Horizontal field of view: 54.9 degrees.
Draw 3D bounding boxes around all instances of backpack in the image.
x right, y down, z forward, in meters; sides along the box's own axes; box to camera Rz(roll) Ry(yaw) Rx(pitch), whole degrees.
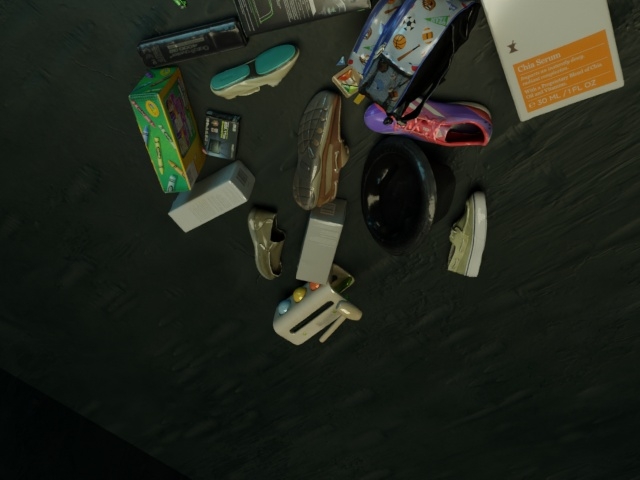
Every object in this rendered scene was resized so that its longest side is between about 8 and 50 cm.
[{"bbox_3d":[0.206,-0.428,1.323,0.213,0.276,0.263,40,137,-1],"label":"backpack"}]

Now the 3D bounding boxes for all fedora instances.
[{"bbox_3d":[0.241,-0.119,1.600,0.152,0.334,0.334,-10,135,-27],"label":"fedora"}]

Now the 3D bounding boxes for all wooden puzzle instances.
[{"bbox_3d":[0.076,-0.395,1.525,0.116,0.014,0.078,39,123,-21],"label":"wooden puzzle"}]

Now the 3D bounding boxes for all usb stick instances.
[{"bbox_3d":[-0.309,-0.478,1.494,0.277,0.045,0.077,-9,134,14],"label":"usb stick"}]

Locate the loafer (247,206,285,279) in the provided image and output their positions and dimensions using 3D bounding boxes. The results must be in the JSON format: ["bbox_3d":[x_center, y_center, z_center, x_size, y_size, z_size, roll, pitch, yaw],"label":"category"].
[{"bbox_3d":[-0.149,0.015,1.834,0.087,0.094,0.251,-1,128,14],"label":"loafer"}]

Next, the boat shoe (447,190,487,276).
[{"bbox_3d":[0.410,-0.009,1.730,0.094,0.109,0.302,3,132,9],"label":"boat shoe"}]

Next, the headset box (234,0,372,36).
[{"bbox_3d":[-0.019,-0.551,1.266,0.283,0.246,0.131,-9,126,14],"label":"headset box"}]

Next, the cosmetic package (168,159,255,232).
[{"bbox_3d":[-0.305,-0.124,1.732,0.231,0.117,0.085,-25,120,26],"label":"cosmetic package"}]

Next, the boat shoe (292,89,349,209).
[{"bbox_3d":[0.011,-0.235,1.614,0.116,0.123,0.324,-7,126,-30],"label":"boat shoe"}]

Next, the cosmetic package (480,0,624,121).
[{"bbox_3d":[0.459,-0.506,1.287,0.230,0.161,0.453,-18,123,21],"label":"cosmetic package"}]

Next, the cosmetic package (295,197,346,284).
[{"bbox_3d":[0.000,0.000,1.782,0.107,0.127,0.238,11,131,-1],"label":"cosmetic package"}]

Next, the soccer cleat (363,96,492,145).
[{"bbox_3d":[0.263,-0.289,1.516,0.318,0.116,0.109,5,129,4],"label":"soccer cleat"}]

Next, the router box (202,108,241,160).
[{"bbox_3d":[-0.265,-0.281,1.649,0.092,0.038,0.122,11,129,-2],"label":"router box"}]

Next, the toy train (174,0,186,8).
[{"bbox_3d":[-0.347,-0.575,1.434,0.017,0.024,0.083,-32,118,29],"label":"toy train"}]

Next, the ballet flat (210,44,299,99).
[{"bbox_3d":[-0.152,-0.407,1.517,0.248,0.086,0.086,-14,125,20],"label":"ballet flat"}]

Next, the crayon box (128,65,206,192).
[{"bbox_3d":[-0.385,-0.284,1.583,0.081,0.165,0.278,-3,128,11],"label":"crayon box"}]

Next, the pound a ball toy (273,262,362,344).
[{"bbox_3d":[-0.018,0.207,1.898,0.135,0.208,0.319,36,125,-20],"label":"pound a ball toy"}]
